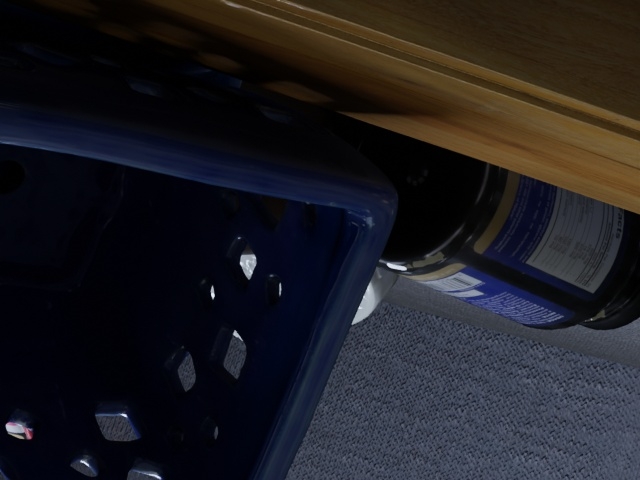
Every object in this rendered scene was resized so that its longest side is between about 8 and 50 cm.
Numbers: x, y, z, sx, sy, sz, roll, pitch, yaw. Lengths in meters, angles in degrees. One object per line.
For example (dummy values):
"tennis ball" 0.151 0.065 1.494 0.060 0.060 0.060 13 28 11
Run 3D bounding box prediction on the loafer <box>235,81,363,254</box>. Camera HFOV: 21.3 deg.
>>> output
"loafer" -0.099 -0.082 0.997 0.366 0.130 0.134 3 -134 -40

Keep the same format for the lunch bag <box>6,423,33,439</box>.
"lunch bag" -0.203 -0.005 1.239 0.120 0.293 0.258 16 153 9

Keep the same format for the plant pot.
"plant pot" -0.134 0.006 0.833 0.236 0.236 0.212 10 -154 -30

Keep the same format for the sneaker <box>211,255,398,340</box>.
"sneaker" 0.000 0.000 1.391 0.135 0.150 0.366 50 156 -12

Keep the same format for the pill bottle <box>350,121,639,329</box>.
"pill bottle" 0.125 -0.012 1.076 0.123 0.123 0.219 12 173 45

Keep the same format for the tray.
"tray" 0.018 -0.102 0.738 0.411 0.076 0.203 19 175 -8
